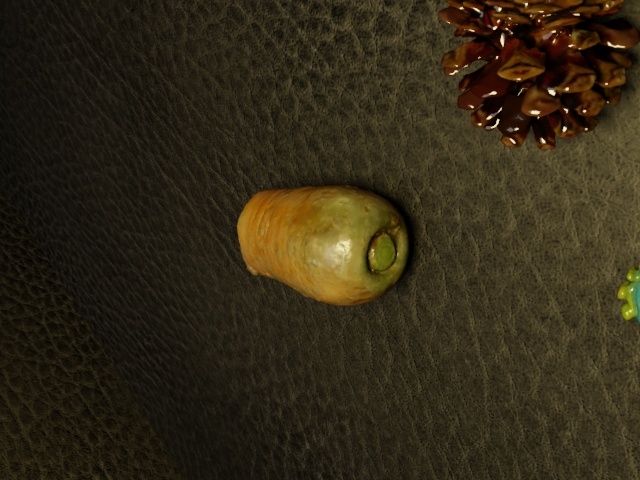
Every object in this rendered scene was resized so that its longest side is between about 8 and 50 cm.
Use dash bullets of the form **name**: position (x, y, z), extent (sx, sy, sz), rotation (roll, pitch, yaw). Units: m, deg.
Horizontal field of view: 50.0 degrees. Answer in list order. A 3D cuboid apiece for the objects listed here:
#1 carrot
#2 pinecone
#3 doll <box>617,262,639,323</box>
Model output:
- **carrot**: position (0.000, 0.000, 1.296), extent (0.341, 0.224, 0.224), rotation (12, 113, 47)
- **pinecone**: position (0.288, -0.238, 0.899), extent (0.264, 0.264, 0.264), rotation (19, 118, 41)
- **doll**: position (0.557, 0.118, 0.865), extent (0.346, 0.099, 0.341), rotation (34, 136, 25)
